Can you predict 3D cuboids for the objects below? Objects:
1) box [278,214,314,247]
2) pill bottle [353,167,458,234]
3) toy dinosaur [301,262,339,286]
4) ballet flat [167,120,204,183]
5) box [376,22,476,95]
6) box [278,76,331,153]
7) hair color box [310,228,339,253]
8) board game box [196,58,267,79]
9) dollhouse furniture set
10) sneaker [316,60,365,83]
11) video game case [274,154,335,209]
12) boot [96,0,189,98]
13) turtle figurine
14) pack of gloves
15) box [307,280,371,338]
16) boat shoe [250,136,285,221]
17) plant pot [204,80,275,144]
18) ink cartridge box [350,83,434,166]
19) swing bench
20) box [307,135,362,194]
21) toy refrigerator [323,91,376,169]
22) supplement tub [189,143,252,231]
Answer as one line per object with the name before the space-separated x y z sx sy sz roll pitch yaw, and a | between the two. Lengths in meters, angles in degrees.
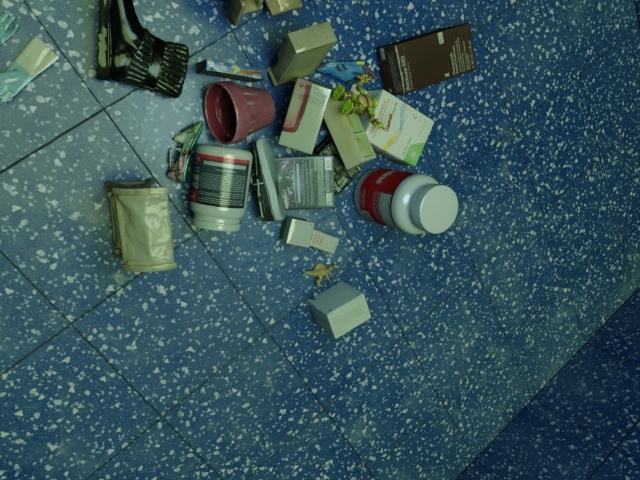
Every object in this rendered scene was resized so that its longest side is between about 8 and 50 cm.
box | -0.092 -0.035 1.910 0.102 0.087 0.101 11 97 -30
pill bottle | 0.322 -0.151 1.917 0.229 0.407 0.229 -7 106 -27
toy dinosaur | -0.006 0.140 2.031 0.183 0.053 0.093 -8 91 -34
ballet flat | -0.458 -0.302 1.665 0.079 0.077 0.221 19 93 -9
box | 0.426 -0.723 1.989 0.381 0.143 0.191 -24 113 -19
box | -0.055 -0.440 1.751 0.127 0.148 0.232 17 108 -7
hair color box | 0.000 0.000 1.994 0.141 0.043 0.072 20 92 -31
board game box | -0.294 -0.558 1.645 0.201 0.136 0.035 0 102 -27
dollhouse furniture set | -0.132 -0.770 1.674 0.362 0.256 0.394 -26 92 -21
sneaker | 0.078 -0.627 1.866 0.209 0.069 0.082 -10 111 -26
video game case | -0.086 -0.212 1.845 0.274 0.026 0.196 -3 105 -2
boot | -0.525 -0.624 1.504 0.260 0.131 0.348 5 111 -22
turtle figurine | 0.141 -0.513 1.807 0.217 0.087 0.269 -11 82 -45
pack of gloves | -0.899 -0.510 1.400 0.195 0.046 0.232 46 76 -17
box | 0.074 0.277 2.022 0.182 0.181 0.119 -27 114 -20
boat shoe | -0.206 -0.211 1.771 0.105 0.113 0.306 -6 119 11
plant pot | -0.262 -0.435 1.673 0.180 0.201 0.201 -22 113 -39
ink cartridge box | 0.255 -0.455 1.972 0.353 0.119 0.207 21 93 -30
swing bench | -0.564 -0.052 1.557 0.165 0.254 0.253 -8 106 -26
box | 0.049 -0.290 1.927 0.147 0.077 0.180 -49 118 -9
toy refrigerator | 0.102 -0.409 1.847 0.102 0.094 0.269 -25 92 -53
supplement tub | -0.337 -0.179 1.683 0.191 0.191 0.272 4 100 -29
